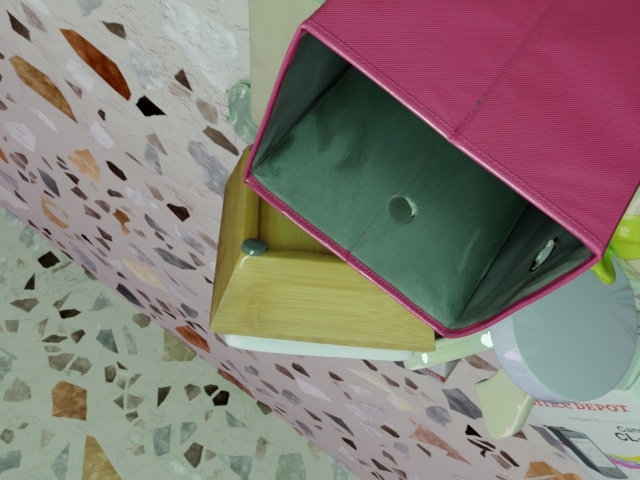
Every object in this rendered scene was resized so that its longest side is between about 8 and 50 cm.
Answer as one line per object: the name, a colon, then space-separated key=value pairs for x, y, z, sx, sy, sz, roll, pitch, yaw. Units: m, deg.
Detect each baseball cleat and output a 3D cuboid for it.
baseball cleat: x=-0.053 y=-0.149 z=1.016 sx=0.206 sy=0.109 sz=0.072 roll=53 pitch=127 yaw=33

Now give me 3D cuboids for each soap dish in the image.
soap dish: x=0.000 y=0.000 z=0.816 sx=0.229 sy=0.291 sz=0.118 roll=6 pitch=123 yaw=-8

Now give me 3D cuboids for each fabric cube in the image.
fabric cube: x=0.124 y=-0.111 z=0.623 sx=0.259 sy=0.258 sz=0.254 roll=38 pitch=154 yaw=1

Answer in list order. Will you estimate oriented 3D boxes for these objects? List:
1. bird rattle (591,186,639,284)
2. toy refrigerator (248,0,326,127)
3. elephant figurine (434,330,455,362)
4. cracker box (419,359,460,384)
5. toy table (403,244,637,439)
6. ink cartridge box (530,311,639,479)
bird rattle: x=0.353 y=0.005 z=0.679 sx=0.253 sy=0.143 sz=0.207 roll=35 pitch=139 yaw=0
toy refrigerator: x=-0.014 y=-0.217 z=0.829 sx=0.102 sy=0.094 sz=0.269 roll=39 pitch=156 yaw=16
elephant figurine: x=0.101 y=0.065 z=0.962 sx=0.239 sy=0.186 sz=0.169 roll=32 pitch=163 yaw=-37
cracker box: x=0.161 y=0.135 z=1.216 sx=0.156 sy=0.067 sz=0.232 roll=28 pitch=153 yaw=24
toy table: x=0.225 y=0.095 z=0.818 sx=0.274 sy=0.252 sz=0.161 roll=6 pitch=161 yaw=-41
ink cartridge box: x=0.434 y=0.245 z=0.964 sx=0.306 sy=0.131 sz=0.226 roll=43 pitch=155 yaw=-14
